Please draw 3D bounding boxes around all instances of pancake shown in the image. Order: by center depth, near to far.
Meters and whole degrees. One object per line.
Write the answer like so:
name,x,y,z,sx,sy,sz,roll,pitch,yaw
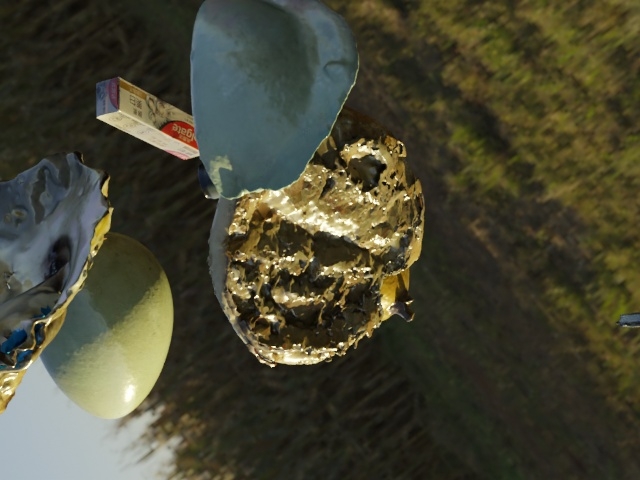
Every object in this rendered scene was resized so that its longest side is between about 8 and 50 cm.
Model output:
pancake,0.001,0.000,1.595,0.071,0.382,0.382,22,150,48

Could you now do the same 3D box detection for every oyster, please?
oyster,-0.266,0.031,1.006,0.083,0.223,0.214,52,-171,-51

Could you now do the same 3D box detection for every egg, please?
egg,-0.335,0.131,1.749,0.218,0.218,0.295,-150,57,-69

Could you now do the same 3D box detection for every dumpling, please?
dumpling,-0.040,-0.142,1.009,0.105,0.149,0.216,80,-176,-71

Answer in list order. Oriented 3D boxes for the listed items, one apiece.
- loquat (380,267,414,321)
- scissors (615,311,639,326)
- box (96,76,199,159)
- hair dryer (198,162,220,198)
loquat,0.061,0.058,1.919,0.246,0.213,0.213,34,166,17
scissors,0.459,0.060,1.069,0.191,0.360,0.029,-23,-78,-67
box,-0.238,-0.171,1.626,0.218,0.040,0.055,26,-122,-59
hair dryer,-0.136,-0.160,1.605,0.057,0.100,0.197,-70,-32,-74
